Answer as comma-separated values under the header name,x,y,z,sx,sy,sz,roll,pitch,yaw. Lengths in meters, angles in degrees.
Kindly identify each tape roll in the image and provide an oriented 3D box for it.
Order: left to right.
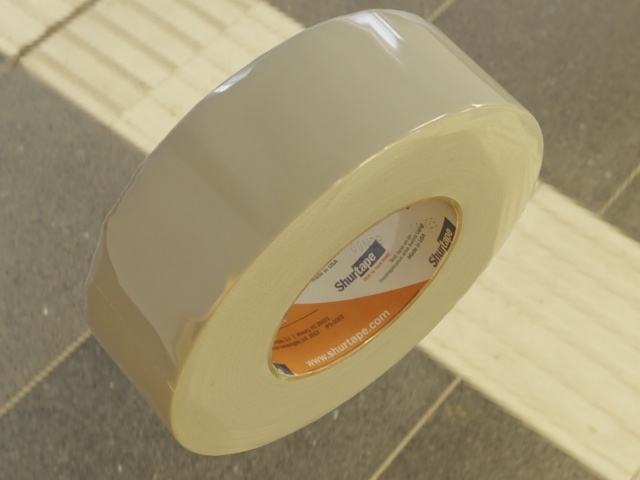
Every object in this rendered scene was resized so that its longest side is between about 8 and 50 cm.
name,x,y,z,sx,sy,sz,roll,pitch,yaw
tape roll,0.000,0.000,0.649,0.219,0.219,0.072,-30,63,-25
